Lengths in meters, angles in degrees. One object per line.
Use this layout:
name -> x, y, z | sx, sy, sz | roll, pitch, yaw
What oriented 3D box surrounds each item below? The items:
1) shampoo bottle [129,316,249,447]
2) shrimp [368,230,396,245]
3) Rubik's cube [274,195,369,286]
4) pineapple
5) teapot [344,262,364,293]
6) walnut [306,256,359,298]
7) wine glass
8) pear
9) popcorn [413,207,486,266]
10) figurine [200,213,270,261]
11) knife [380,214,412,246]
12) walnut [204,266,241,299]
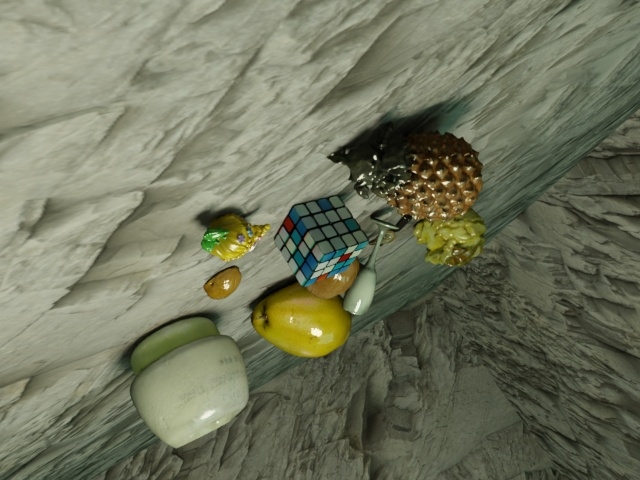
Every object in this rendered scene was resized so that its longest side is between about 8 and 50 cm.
shampoo bottle -> -0.373, 0.409, 1.296 | 0.322, 0.317, 0.322 | -31, 160, -13
shrimp -> 0.228, -0.010, 1.648 | 0.108, 0.023, 0.059 | -12, 131, -13
Rubik's cube -> 0.000, 0.000, 1.128 | 0.154, 0.155, 0.151 | -18, 156, -36
pineapple -> 0.191, -0.160, 1.008 | 0.357, 0.223, 0.223 | 6, 140, -35
teapot -> 0.112, 0.148, 1.740 | 0.165, 0.130, 0.119 | -6, -168, 30
walnut -> 0.031, 0.092, 1.392 | 0.167, 0.167, 0.207 | -18, 154, -36
wine glass -> 0.198, 0.088, 1.512 | 0.264, 0.096, 0.310 | 1, 109, -61
pear -> -0.060, 0.277, 1.531 | 0.336, 0.285, 0.285 | -18, 157, -22
popcorn -> 0.516, -0.014, 1.767 | 0.293, 0.237, 0.293 | -29, 156, -14
figurine -> -0.173, -0.013, 0.920 | 0.115, 0.095, 0.156 | -25, 167, 14
knife -> 0.282, -0.033, 1.690 | 0.060, 0.028, 0.230 | -33, 167, -38
walnut -> -0.254, 0.122, 1.189 | 0.121, 0.052, 0.091 | -41, 162, 29
